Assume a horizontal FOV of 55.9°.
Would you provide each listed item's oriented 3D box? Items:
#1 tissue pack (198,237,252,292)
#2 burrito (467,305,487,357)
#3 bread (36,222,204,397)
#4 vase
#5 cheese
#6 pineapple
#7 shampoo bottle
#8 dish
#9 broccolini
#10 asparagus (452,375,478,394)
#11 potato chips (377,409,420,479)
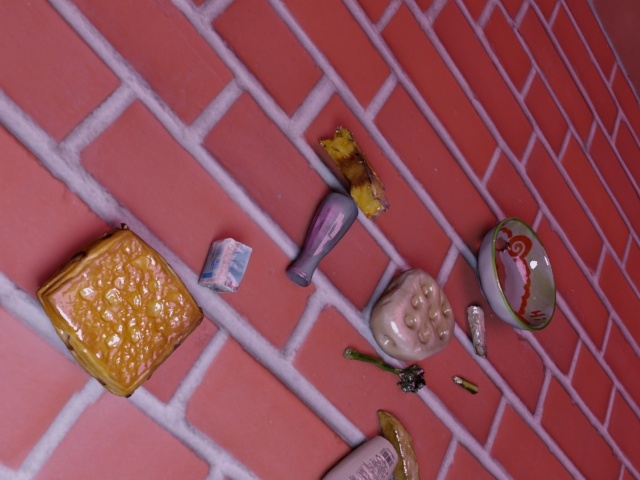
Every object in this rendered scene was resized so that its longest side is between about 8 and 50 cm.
[{"bbox_3d":[-0.181,0.049,1.135,0.058,0.074,0.094,31,65,-36],"label":"tissue pack"},{"bbox_3d":[0.431,0.251,1.651,0.055,0.041,0.149,0,82,-55],"label":"burrito"},{"bbox_3d":[-0.326,0.111,0.985,0.210,0.099,0.235,-49,119,-33],"label":"bread"},{"bbox_3d":[0.000,0.000,1.303,0.086,0.086,0.214,45,60,-26],"label":"vase"},{"bbox_3d":[0.218,0.178,1.430,0.235,0.117,0.218,19,67,-40],"label":"cheese"},{"bbox_3d":[0.089,-0.142,1.379,0.233,0.079,0.135,65,18,16],"label":"pineapple"},{"bbox_3d":[0.063,0.521,1.254,0.257,0.078,0.127,-35,100,-41],"label":"shampoo bottle"},{"bbox_3d":[0.534,0.105,1.722,0.324,0.124,0.324,17,64,-39],"label":"dish"},{"bbox_3d":[0.148,0.301,1.411,0.254,0.071,0.057,24,108,-29],"label":"broccolini"},{"bbox_3d":[0.388,0.385,1.602,0.108,0.021,0.025,33,63,-32],"label":"asparagus"},{"bbox_3d":[0.186,0.589,1.354,0.057,0.080,0.407,5,79,-51],"label":"potato chips"}]
